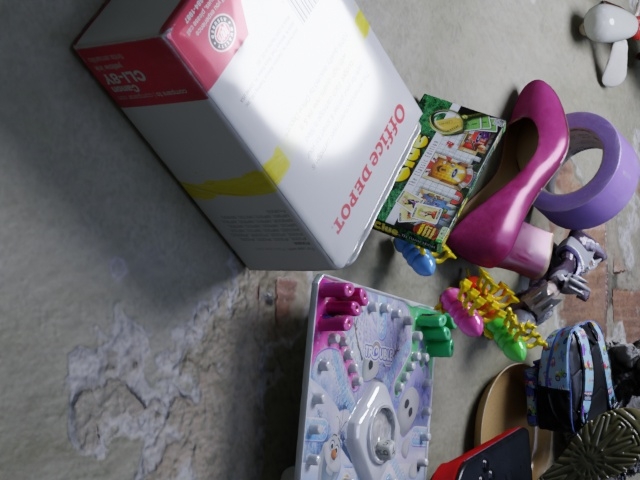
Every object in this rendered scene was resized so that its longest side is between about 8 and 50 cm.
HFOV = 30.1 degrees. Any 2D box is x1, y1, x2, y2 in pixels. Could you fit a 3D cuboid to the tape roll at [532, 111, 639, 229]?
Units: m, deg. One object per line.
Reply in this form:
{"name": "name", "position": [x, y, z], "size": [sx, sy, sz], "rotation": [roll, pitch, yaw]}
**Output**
{"name": "tape roll", "position": [0.436, -0.118, 2.016], "size": [0.080, 0.189, 0.189], "rotation": [33, 64, -44]}

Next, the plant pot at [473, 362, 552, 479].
{"name": "plant pot", "position": [0.316, 0.322, 1.978], "size": [0.236, 0.032, 0.236], "rotation": [4, 85, -50]}

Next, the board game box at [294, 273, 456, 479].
{"name": "board game box", "position": [0.085, 0.264, 1.625], "size": [0.390, 0.050, 0.389], "rotation": [20, 73, -60]}

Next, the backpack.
{"name": "backpack", "position": [0.414, 0.221, 1.983], "size": [0.158, 0.117, 0.173], "rotation": [-14, 100, -50]}

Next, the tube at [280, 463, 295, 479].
{"name": "tube", "position": [0.025, 0.305, 1.613], "size": [0.207, 0.052, 0.080], "rotation": [-12, 109, -56]}

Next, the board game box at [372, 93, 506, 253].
{"name": "board game box", "position": [0.161, -0.103, 1.726], "size": [0.030, 0.136, 0.259], "rotation": [87, 28, -51]}

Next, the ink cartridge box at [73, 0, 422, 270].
{"name": "ink cartridge box", "position": [-0.067, -0.183, 1.421], "size": [0.384, 0.160, 0.279], "rotation": [54, 51, -35]}

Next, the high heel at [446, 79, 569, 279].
{"name": "high heel", "position": [0.295, -0.127, 1.920], "size": [0.181, 0.127, 0.377], "rotation": [21, 56, -22]}

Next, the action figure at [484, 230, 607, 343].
{"name": "action figure", "position": [0.371, 0.083, 1.954], "size": [0.099, 0.185, 0.285], "rotation": [52, 43, -11]}

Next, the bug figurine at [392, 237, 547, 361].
{"name": "bug figurine", "position": [0.215, 0.082, 1.758], "size": [0.072, 0.216, 0.279], "rotation": [-46, 136, 12]}

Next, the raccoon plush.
{"name": "raccoon plush", "position": [0.542, 0.354, 2.203], "size": [0.446, 0.216, 0.299], "rotation": [-57, 154, 6]}

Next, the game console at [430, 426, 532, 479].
{"name": "game console", "position": [0.266, 0.500, 1.804], "size": [0.342, 0.060, 0.386], "rotation": [-6, 92, -57]}

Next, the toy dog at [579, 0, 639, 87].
{"name": "toy dog", "position": [0.612, -0.395, 2.310], "size": [0.334, 0.161, 0.220], "rotation": [29, 69, -30]}

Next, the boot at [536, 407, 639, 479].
{"name": "boot", "position": [0.440, 0.355, 1.931], "size": [0.089, 0.236, 0.269], "rotation": [55, 9, 17]}
